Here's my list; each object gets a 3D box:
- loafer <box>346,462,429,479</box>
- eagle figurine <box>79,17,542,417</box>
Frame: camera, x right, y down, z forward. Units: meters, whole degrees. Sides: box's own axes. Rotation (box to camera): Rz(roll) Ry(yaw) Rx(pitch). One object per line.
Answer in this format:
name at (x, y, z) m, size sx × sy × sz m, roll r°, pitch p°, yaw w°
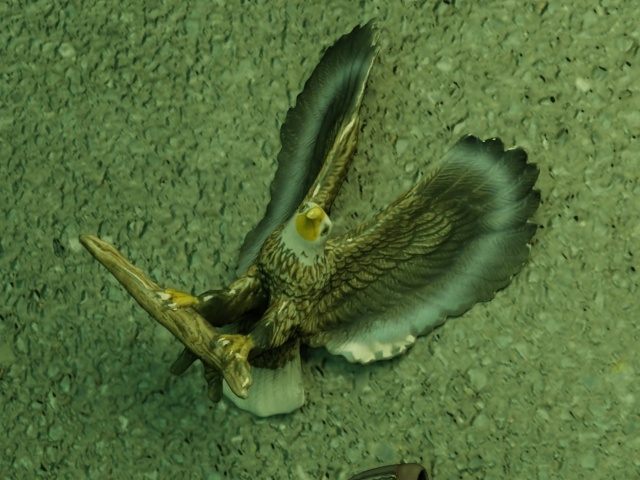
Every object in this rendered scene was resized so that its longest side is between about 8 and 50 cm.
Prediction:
loafer at (0.080, 0.314, 1.512) m, size 0.095 × 0.109 × 0.302 m, roll -25°, pitch 70°, yaw 12°
eagle figurine at (0.004, -0.001, 1.576) m, size 0.298 × 0.225 × 0.226 m, roll -41°, pitch 111°, yaw -20°
